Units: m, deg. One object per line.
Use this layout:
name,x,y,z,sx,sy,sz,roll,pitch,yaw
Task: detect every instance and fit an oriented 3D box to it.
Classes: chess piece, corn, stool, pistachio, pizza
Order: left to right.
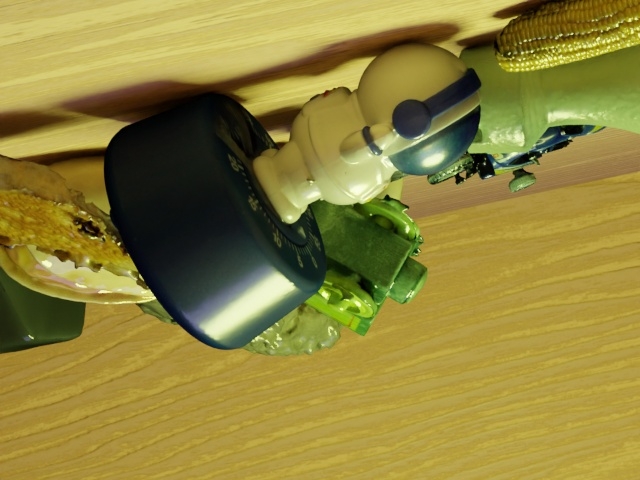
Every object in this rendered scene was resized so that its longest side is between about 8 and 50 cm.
stool,-0.412,0.040,2.011,0.141,0.232,0.232,-11,176,23
pizza,-0.285,-0.030,1.611,0.297,0.071,0.189,25,155,-7
pistachio,-0.258,-0.014,1.909,0.299,0.187,0.187,-4,172,-36
corn,0.263,-0.213,1.514,0.203,0.072,0.072,-13,175,33
chess piece,0.303,-0.162,1.657,0.299,0.194,0.194,-4,178,14

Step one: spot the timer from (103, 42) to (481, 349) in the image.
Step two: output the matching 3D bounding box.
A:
timer,-0.003,-0.079,1.617,0.384,0.270,0.270,-28,171,16

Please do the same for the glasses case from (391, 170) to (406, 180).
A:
glasses case,0.050,-0.115,1.908,0.067,0.109,0.282,-17,180,-29

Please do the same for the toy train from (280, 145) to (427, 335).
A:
toy train,0.000,0.000,1.881,0.272,0.159,0.188,30,163,2

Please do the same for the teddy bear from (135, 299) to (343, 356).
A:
teddy bear,-0.170,0.021,2.243,0.368,0.357,0.224,18,-127,32

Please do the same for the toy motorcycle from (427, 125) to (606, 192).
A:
toy motorcycle,0.300,-0.146,2.226,0.315,0.113,0.169,-20,172,-35

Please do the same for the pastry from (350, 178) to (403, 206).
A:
pastry,0.067,-0.086,2.063,0.092,0.156,0.156,0,176,4
